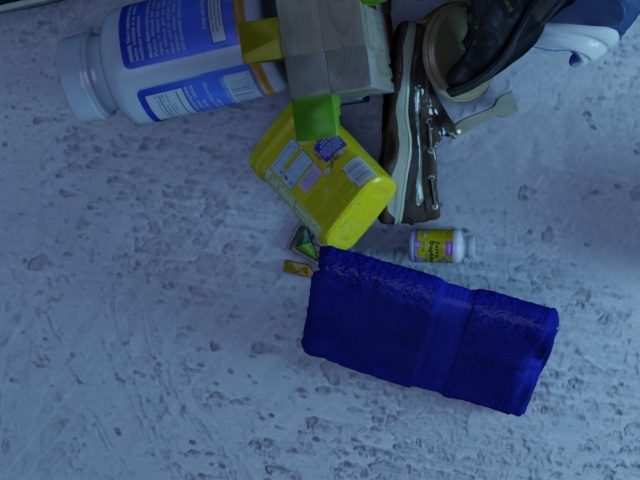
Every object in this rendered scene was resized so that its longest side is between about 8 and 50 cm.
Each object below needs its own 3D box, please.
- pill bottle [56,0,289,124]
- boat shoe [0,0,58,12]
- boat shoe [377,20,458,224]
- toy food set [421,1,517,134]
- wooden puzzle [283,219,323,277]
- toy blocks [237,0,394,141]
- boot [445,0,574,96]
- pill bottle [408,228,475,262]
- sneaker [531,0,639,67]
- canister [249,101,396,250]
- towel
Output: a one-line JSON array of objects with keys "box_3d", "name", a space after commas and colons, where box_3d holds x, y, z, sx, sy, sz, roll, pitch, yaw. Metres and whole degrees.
[{"box_3d": [-0.183, -0.231, 1.920, 0.272, 0.152, 0.152, -12, 98, 12], "name": "pill bottle"}, {"box_3d": [-0.389, -0.332, 1.969, 0.233, 0.084, 0.079, -7, 100, 14], "name": "boat shoe"}, {"box_3d": [0.127, -0.146, 1.925, 0.095, 0.095, 0.257, 3, 107, -5], "name": "boat shoe"}, {"box_3d": [0.169, -0.231, 1.886, 0.038, 0.132, 0.192, 2, 113, 52], "name": "toy food set"}, {"box_3d": [0.000, 0.000, 2.004, 0.079, 0.014, 0.116, 22, 103, 4], "name": "wooden puzzle"}, {"box_3d": [0.019, -0.312, 1.829, 0.191, 0.261, 0.381, -7, 92, 13], "name": "toy blocks"}, {"box_3d": [0.173, -0.318, 1.777, 0.229, 0.091, 0.263, 48, 129, 5], "name": "boot"}, {"box_3d": [0.156, 0.007, 1.964, 0.083, 0.043, 0.043, 1, 101, 9], "name": "pill bottle"}, {"box_3d": [0.235, -0.342, 1.830, 0.323, 0.130, 0.236, 30, 116, 1], "name": "sneaker"}, {"box_3d": [0.003, -0.083, 1.916, 0.126, 0.073, 0.170, -51, 56, 15], "name": "canister"}, {"box_3d": [0.136, 0.107, 1.925, 0.308, 0.076, 0.227, 16, 144, 4], "name": "towel"}]
